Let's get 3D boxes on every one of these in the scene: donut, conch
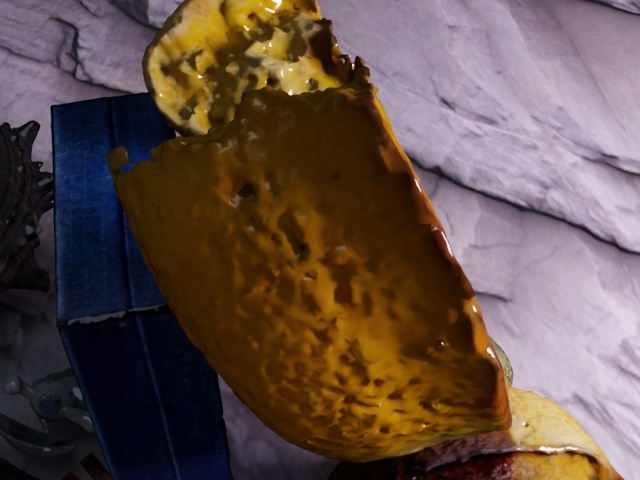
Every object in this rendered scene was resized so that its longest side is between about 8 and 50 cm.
[{"bbox_3d":[0.123,0.192,0.741,0.295,0.151,0.112,-8,36,-8],"label":"donut"},{"bbox_3d":[0.000,0.000,0.656,0.164,0.377,0.435,-26,25,5],"label":"donut"},{"bbox_3d":[-0.408,-0.006,0.926,0.241,0.186,0.313,23,62,41],"label":"conch"}]

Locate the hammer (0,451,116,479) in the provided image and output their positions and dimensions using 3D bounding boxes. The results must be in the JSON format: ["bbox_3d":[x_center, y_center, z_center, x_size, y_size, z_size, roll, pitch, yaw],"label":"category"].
[{"bbox_3d":[-0.260,0.207,0.745,0.290,0.137,0.037,17,39,27],"label":"hammer"}]

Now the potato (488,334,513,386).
[{"bbox_3d":[0.113,0.097,0.896,0.120,0.054,0.198,-23,50,-19],"label":"potato"}]

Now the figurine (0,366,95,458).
[{"bbox_3d":[-0.246,0.159,0.798,0.095,0.086,0.082,19,84,13],"label":"figurine"}]

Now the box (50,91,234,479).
[{"bbox_3d":[-0.156,0.058,0.770,0.116,0.278,0.261,-12,46,-9],"label":"box"}]
